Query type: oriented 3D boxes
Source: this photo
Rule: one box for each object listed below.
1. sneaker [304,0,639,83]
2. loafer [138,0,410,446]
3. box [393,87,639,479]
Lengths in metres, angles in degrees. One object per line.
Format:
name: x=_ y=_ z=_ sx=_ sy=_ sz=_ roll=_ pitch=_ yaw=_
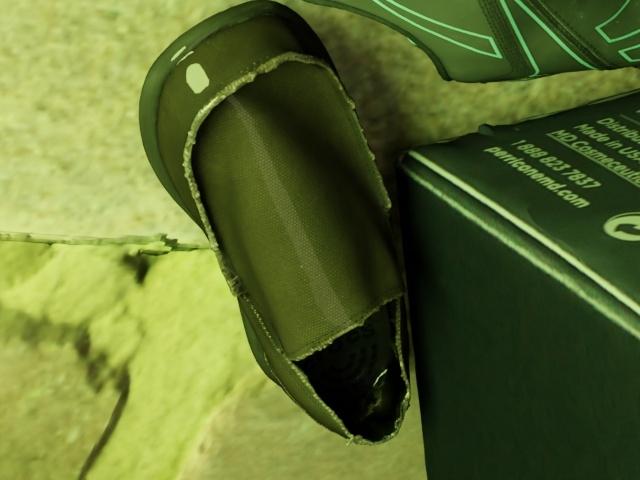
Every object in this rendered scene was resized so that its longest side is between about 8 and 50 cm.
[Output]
sneaker: x=0.091 y=-0.109 z=0.726 sx=0.267 sy=0.101 sz=0.106 roll=14 pitch=139 yaw=-44
loafer: x=0.000 y=0.000 z=0.744 sx=0.080 sy=0.078 sz=0.220 roll=-33 pitch=138 yaw=-8
box: x=0.319 y=0.160 z=0.834 sx=0.472 sy=0.297 sz=0.479 roll=-16 pitch=116 yaw=-19
